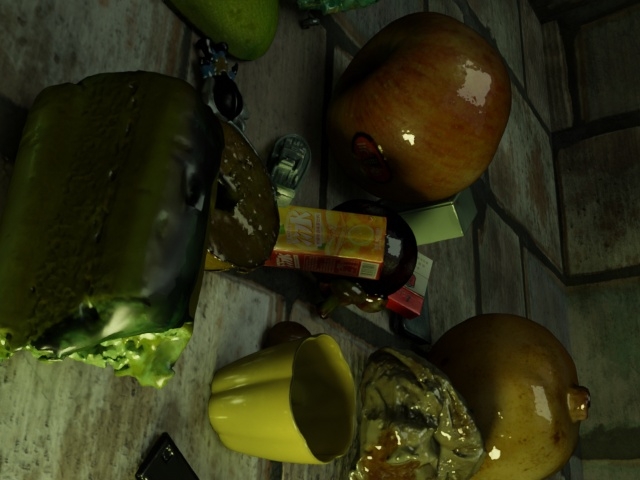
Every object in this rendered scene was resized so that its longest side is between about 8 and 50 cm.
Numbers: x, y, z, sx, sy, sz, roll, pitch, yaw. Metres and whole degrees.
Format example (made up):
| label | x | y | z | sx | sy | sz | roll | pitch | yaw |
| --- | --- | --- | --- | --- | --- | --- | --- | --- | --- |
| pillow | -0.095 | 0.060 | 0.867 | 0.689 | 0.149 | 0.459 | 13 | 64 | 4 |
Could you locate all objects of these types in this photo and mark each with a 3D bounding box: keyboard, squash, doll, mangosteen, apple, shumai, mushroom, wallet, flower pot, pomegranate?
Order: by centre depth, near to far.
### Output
| label | x | y | z | sx | sy | sz | roll | pitch | yaw |
| --- | --- | --- | --- | --- | --- | --- | --- | --- | --- |
| keyboard | -0.183 | 0.378 | 1.116 | 0.230 | 0.025 | 0.094 | 64 | 34 | -24 |
| flower pot | -0.065 | 0.245 | 1.210 | 0.195 | 0.179 | 0.195 | 31 | 54 | -54 |
| doll | -0.165 | -0.246 | 1.334 | 0.096 | 0.070 | 0.195 | 2 | 70 | -44 |
| mushroom | -0.044 | 0.179 | 1.383 | 0.088 | 0.073 | 0.129 | 50 | 25 | 12 |
| squash | -0.181 | -0.461 | 1.393 | 0.309 | 0.210 | 0.234 | 83 | 9 | -62 |
| mangosteen | 0.070 | 0.046 | 1.523 | 0.250 | 0.211 | 0.211 | -58 | 136 | -12 |
| shumai | 0.134 | 0.381 | 1.551 | 0.262 | 0.267 | 0.314 | -25 | 72 | -30 |
| apple | 0.207 | -0.263 | 1.654 | 0.333 | 0.400 | 0.400 | 41 | 44 | -23 |
| pomegranate | 0.424 | 0.373 | 1.810 | 0.416 | 0.416 | 0.417 | 29 | 55 | -53 |
| wallet | 0.215 | 0.131 | 1.881 | 0.167 | 0.036 | 0.222 | 33 | 51 | -51 |

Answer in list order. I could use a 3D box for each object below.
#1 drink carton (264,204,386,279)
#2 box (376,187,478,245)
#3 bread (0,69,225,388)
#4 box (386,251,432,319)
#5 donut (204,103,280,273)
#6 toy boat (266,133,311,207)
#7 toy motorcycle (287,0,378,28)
| label | x | y | z | sx | sy | sz | roll | pitch | yaw |
| --- | --- | --- | --- | --- | --- | --- | --- | --- | --- |
| drink carton | 0.000 | 0.000 | 1.376 | 0.071 | 0.222 | 0.096 | 97 | 0 | -60 |
| box | 0.218 | -0.051 | 1.762 | 0.129 | 0.225 | 0.086 | -48 | 121 | -55 |
| bread | -0.245 | -0.020 | 0.948 | 0.208 | 0.251 | 0.377 | 74 | 18 | -64 |
| box | 0.190 | 0.090 | 1.792 | 0.100 | 0.048 | 0.152 | 29 | 54 | -15 |
| donut | -0.182 | -0.071 | 1.214 | 0.272 | 0.107 | 0.272 | 36 | 45 | -47 |
| toy boat | -0.056 | -0.142 | 1.428 | 0.078 | 0.085 | 0.260 | 22 | 26 | -5 |
| toy motorcycle | 0.048 | -0.522 | 1.675 | 0.296 | 0.198 | 0.109 | -26 | 107 | -58 |
